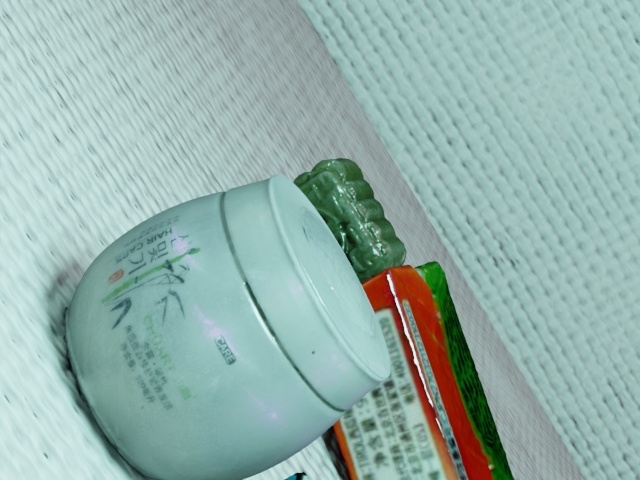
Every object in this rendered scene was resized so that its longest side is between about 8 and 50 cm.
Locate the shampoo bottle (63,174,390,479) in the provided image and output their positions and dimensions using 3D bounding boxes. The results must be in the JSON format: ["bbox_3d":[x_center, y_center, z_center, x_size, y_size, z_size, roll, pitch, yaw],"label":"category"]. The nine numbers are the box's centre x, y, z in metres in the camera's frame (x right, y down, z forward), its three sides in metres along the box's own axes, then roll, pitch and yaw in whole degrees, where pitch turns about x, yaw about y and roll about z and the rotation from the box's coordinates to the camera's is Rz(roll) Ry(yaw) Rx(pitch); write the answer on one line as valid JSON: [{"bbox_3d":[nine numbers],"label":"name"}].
[{"bbox_3d":[-0.088,0.089,1.686,0.273,0.266,0.273,55,13,-19],"label":"shampoo bottle"}]

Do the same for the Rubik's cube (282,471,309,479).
[{"bbox_3d":[-0.045,0.336,1.553,0.163,0.162,0.160,56,13,-15],"label":"Rubik's cube"}]

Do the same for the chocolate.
[{"bbox_3d":[0.123,0.218,2.339,0.341,0.161,0.360,3,67,-74],"label":"chocolate"}]

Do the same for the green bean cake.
[{"bbox_3d":[0.000,0.000,2.388,0.183,0.185,0.094,61,19,7],"label":"green bean cake"}]
